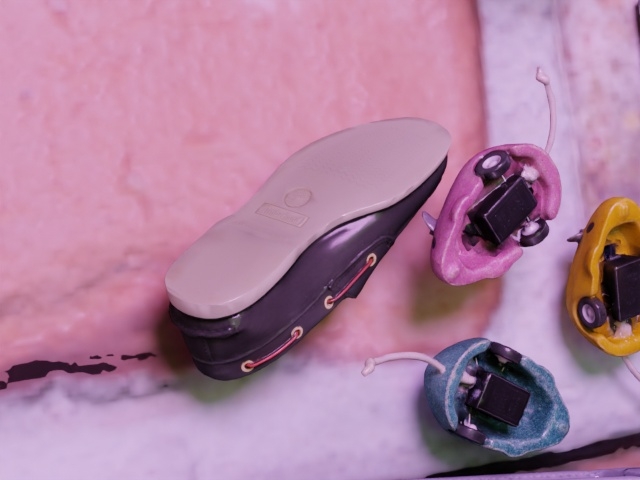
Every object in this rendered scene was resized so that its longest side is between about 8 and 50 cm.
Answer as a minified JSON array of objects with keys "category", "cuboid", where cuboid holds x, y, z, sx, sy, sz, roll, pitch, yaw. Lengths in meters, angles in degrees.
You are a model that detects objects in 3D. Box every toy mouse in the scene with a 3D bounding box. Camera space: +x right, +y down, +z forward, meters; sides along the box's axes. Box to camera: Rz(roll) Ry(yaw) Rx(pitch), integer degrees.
[{"category":"toy mouse","cuboid":[0.066,0.022,0.640,0.143,0.031,0.161,-23,111,-28]}]

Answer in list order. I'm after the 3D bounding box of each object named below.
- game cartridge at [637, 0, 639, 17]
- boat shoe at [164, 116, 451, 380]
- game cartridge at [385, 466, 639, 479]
[{"category":"game cartridge","cuboid":[0.170,-0.083,0.715,0.083,0.017,0.056,-6,91,-23]},{"category":"boat shoe","cuboid":[-0.001,-0.001,0.622,0.133,0.049,0.042,-40,136,-31]},{"category":"game cartridge","cuboid":[0.034,0.183,0.612,0.294,0.060,0.196,0,89,-23]}]
